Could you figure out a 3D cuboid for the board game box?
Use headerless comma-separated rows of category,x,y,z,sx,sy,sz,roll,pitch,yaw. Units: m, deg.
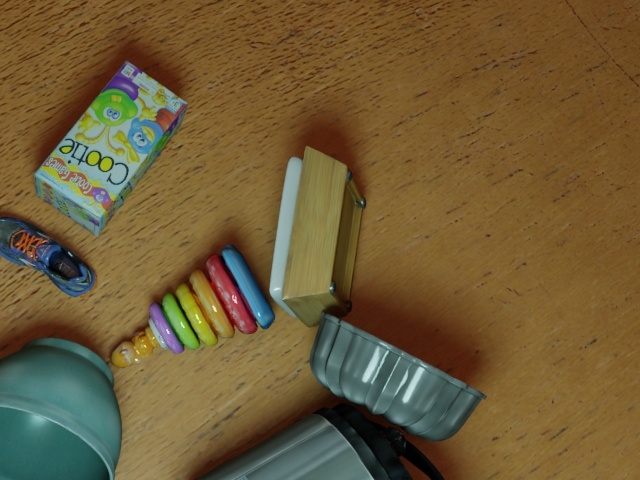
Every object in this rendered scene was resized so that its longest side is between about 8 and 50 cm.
board game box,-0.387,-0.168,1.971,0.142,0.144,0.275,35,72,-3

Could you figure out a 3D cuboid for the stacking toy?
stacking toy,-0.249,0.146,1.939,0.302,0.175,0.165,-29,84,-4

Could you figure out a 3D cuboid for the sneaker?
sneaker,-0.501,0.020,1.927,0.221,0.087,0.083,29,71,-5

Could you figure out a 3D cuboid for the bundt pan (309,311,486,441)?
bundt pan,0.123,0.256,1.905,0.331,0.331,0.124,27,85,-5

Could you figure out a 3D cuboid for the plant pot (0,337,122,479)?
plant pot,-0.459,0.289,1.790,0.293,0.293,0.196,22,46,-7

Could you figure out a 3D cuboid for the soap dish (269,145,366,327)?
soap dish,0.000,0.000,1.973,0.118,0.229,0.290,5,74,14

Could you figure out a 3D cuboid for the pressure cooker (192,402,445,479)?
pressure cooker,0.015,0.483,1.782,0.421,0.375,0.369,-28,81,-17
